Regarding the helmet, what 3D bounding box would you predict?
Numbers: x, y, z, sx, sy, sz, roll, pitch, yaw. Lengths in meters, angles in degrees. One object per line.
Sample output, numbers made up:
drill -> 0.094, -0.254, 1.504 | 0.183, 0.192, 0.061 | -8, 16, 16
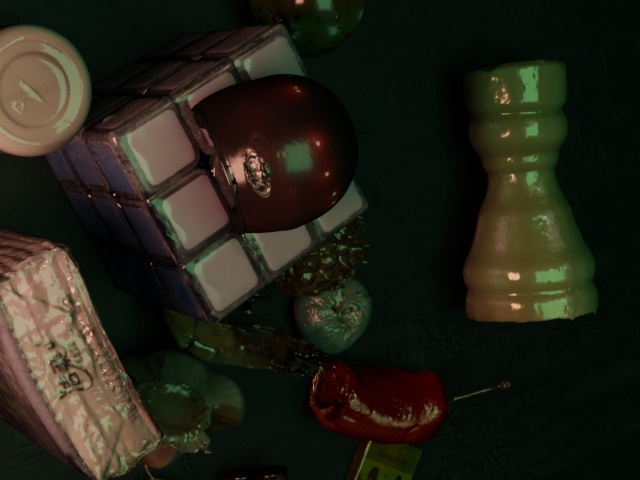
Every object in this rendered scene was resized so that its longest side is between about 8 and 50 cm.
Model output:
helmet -> -0.052, -0.109, 1.505 | 0.216, 0.193, 0.189 | -44, 119, -55

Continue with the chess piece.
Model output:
chess piece -> 0.355, -0.089, 2.120 | 0.234, 0.234, 0.442 | -8, 96, -33

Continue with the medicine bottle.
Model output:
medicine bottle -> -0.414, -0.189, 1.534 | 0.157, 0.288, 0.157 | -5, 99, -34

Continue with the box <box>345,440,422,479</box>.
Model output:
box -> 0.094, 0.434, 2.115 | 0.121, 0.030, 0.193 | 27, 81, -33

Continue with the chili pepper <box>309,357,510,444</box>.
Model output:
chili pepper -> 0.148, 0.281, 2.064 | 0.338, 0.134, 0.131 | 10, 87, -32

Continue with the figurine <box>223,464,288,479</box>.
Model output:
figurine -> -0.088, 0.548, 1.936 | 0.281, 0.167, 0.370 | -6, 90, -2

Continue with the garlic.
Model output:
garlic -> -0.216, 0.289, 1.770 | 0.207, 0.207, 0.257 | -3, 91, -34

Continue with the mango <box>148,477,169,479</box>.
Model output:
mango -> -0.239, 0.408, 1.874 | 0.073, 0.056, 0.108 | -56, 131, -14

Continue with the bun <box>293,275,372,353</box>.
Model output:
bun -> 0.025, 0.118, 1.994 | 0.141, 0.083, 0.141 | -5, 101, -30

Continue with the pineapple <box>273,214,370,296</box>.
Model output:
pineapple -> 0.000, 0.000, 1.918 | 0.193, 0.166, 0.166 | -39, 116, -27

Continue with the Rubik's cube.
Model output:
Rubik's cube -> -0.171, -0.103, 1.701 | 0.304, 0.305, 0.301 | -37, 115, -26

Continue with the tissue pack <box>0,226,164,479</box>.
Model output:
tissue pack -> -0.379, 0.127, 1.537 | 0.124, 0.394, 0.288 | -35, 113, -25

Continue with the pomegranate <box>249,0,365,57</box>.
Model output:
pomegranate -> -0.004, -0.386, 1.863 | 0.181, 0.181, 0.224 | 56, 50, -26

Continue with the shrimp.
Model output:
shrimp -> -0.123, 0.129, 1.871 | 0.289, 0.178, 0.075 | 12, 133, -30
